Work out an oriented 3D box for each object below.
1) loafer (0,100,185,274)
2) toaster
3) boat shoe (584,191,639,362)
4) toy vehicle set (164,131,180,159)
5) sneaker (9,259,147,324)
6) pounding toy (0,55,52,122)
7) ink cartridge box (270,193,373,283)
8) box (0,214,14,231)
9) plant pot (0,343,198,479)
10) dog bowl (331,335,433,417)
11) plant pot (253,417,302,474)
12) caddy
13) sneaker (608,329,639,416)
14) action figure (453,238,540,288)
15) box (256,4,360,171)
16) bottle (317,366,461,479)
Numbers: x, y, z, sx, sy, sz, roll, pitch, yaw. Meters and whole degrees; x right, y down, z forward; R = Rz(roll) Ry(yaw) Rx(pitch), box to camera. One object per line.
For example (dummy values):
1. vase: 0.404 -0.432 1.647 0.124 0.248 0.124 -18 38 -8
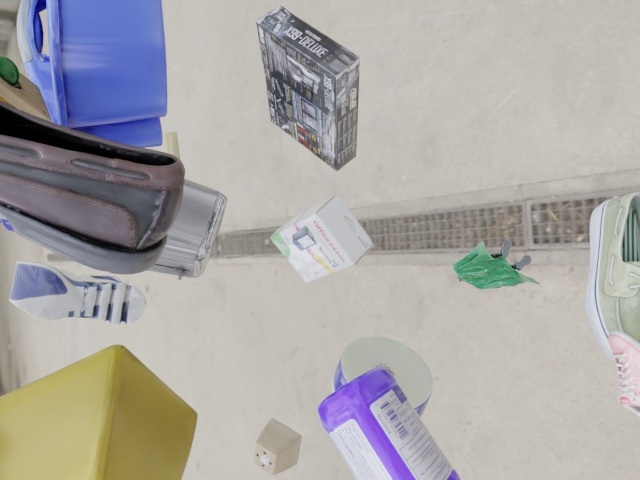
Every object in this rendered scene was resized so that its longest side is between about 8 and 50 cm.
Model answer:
1. loafer: -0.240 -0.080 0.401 0.095 0.302 0.109 -57 17 27
2. toaster: -0.275 -0.032 1.131 0.129 0.146 0.227 120 165 -56
3. boat shoe: 0.526 0.060 0.992 0.094 0.109 0.303 111 163 -71
4. toy vehicle set: -0.402 -0.145 1.607 0.166 0.035 0.267 114 148 -67
5. sneaker: -0.600 0.141 1.449 0.182 0.315 0.128 169 114 -74
6. pounding toy: -0.346 -0.138 0.563 0.141 0.130 0.100 -38 56 5
7. ink cartridge box: 0.000 0.000 1.380 0.154 0.093 0.212 53 142 -11
8. box: -0.522 -0.076 1.016 0.028 0.081 0.136 -17 65 48
9. plant pot: -0.316 0.312 0.803 0.187 0.212 0.212 -104 -13 -51
10. dog bowl: 0.169 0.391 1.573 0.265 0.264 0.104 52 139 41
11. plant pot: -0.130 0.586 1.606 0.109 0.096 0.109 23 117 27
12. caddy: -0.311 -0.276 0.776 0.241 0.179 0.342 147 117 -68
13. sneaker: 0.465 0.205 0.858 0.134 0.070 0.051 55 170 10
14. action figure: 0.337 0.055 1.180 0.137 0.063 0.232 40 163 -3
15. box: -0.024 -0.335 1.302 0.242 0.076 0.307 40 157 24
16. bottle: 0.110 0.289 0.671 0.092 0.118 0.283 -40 74 21
